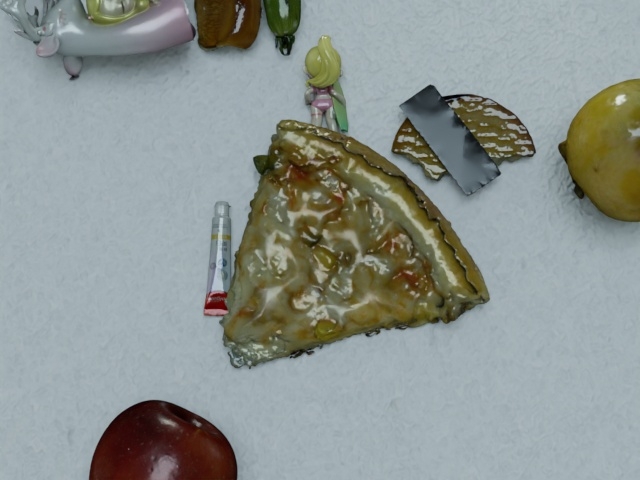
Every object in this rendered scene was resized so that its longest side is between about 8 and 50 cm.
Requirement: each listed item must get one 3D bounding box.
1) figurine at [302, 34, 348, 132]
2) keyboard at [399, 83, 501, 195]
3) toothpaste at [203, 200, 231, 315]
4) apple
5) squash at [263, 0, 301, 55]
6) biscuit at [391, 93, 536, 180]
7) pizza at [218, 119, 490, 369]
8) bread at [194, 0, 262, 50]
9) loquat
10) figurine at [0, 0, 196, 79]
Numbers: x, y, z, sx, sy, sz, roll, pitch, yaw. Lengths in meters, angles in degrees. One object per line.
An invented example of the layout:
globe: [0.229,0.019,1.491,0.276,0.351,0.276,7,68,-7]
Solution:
figurine: [0.009,-0.252,1.928,0.083,0.083,0.187,1,85,-1]
keyboard: [0.216,-0.168,1.903,0.074,0.015,0.196,-35,78,-6]
toothpaste: [-0.165,0.030,1.871,0.048,0.031,0.190,3,78,-9]
apple: [-0.233,0.351,1.692,0.218,0.218,0.201,35,85,8]
squash: [-0.082,-0.477,1.981,0.080,0.071,0.318,-17,75,4]
biscuit: [0.247,-0.166,1.926,0.228,0.031,0.176,24,77,5]
pizza: [0.023,-0.022,1.856,0.435,0.080,0.392,-12,78,-6]
bread: [-0.165,-0.390,1.958,0.126,0.044,0.129,-8,81,21]
loquat: [0.497,-0.142,1.821,0.244,0.244,0.244,0,75,-1]
figurine: [-0.400,-0.411,1.914,0.315,0.206,0.284,-18,82,-12]
